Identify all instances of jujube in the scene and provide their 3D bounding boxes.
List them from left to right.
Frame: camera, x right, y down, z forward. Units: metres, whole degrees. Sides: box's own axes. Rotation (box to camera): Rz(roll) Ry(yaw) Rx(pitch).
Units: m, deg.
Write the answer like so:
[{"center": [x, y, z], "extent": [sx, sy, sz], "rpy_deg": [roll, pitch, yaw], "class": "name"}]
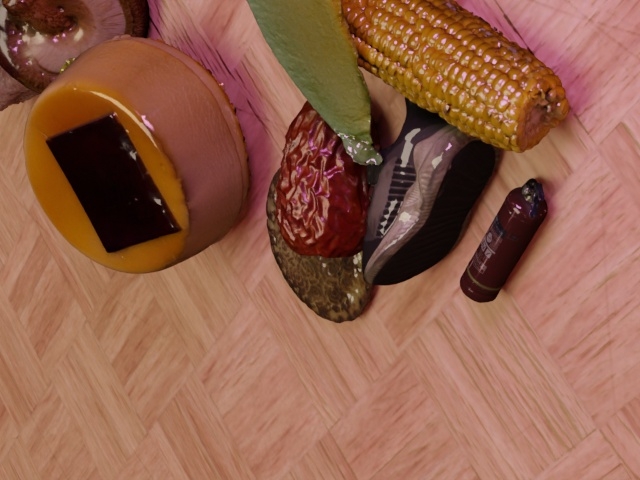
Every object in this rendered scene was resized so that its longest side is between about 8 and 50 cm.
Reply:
[{"center": [0.010, -0.068, 1.582], "extent": [0.109, 0.112, 0.176], "rpy_deg": [-159, 72, -82], "class": "jujube"}]

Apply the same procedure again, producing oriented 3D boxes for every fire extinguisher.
[{"center": [0.184, -0.005, 1.444], "extent": [0.064, 0.043, 0.158], "rpy_deg": [-82, 13, -47], "class": "fire extinguisher"}]

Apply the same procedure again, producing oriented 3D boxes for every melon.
[{"center": [0.006, -0.187, 1.426], "extent": [0.114, 0.053, 0.262], "rpy_deg": [1, 127, 43], "class": "melon"}]

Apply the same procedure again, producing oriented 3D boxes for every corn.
[{"center": [0.107, -0.183, 1.418], "extent": [0.318, 0.115, 0.115], "rpy_deg": [38, 132, 35], "class": "corn"}]

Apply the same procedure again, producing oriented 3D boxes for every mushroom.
[{"center": [-0.319, -0.298, 1.870], "extent": [0.231, 0.194, 0.138], "rpy_deg": [-67, 30, 25], "class": "mushroom"}]

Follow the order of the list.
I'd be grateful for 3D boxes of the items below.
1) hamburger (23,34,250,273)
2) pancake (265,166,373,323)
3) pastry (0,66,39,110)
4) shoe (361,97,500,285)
[{"center": [-0.218, -0.107, 1.792], "extent": [0.300, 0.176, 0.300], "rpy_deg": [18, 126, 27], "class": "hamburger"}, {"center": [-0.001, 0.000, 1.702], "extent": [0.199, 0.021, 0.199], "rpy_deg": [24, 122, 45], "class": "pancake"}, {"center": [-0.411, -0.252, 2.062], "extent": [0.265, 0.112, 0.103], "rpy_deg": [-15, 91, 64], "class": "pastry"}, {"center": [0.095, -0.055, 1.503], "extent": [0.112, 0.099, 0.227], "rpy_deg": [58, 138, 29], "class": "shoe"}]
